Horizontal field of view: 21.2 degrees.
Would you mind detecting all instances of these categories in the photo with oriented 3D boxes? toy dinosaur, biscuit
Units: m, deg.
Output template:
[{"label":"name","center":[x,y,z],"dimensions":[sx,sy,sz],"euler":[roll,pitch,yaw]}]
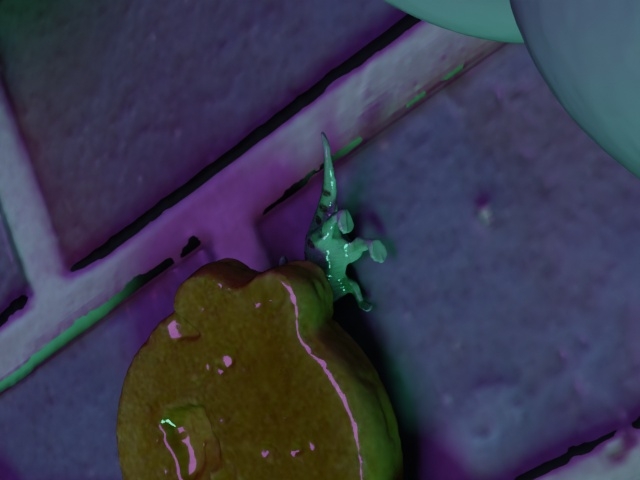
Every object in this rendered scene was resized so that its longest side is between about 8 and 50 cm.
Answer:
[{"label":"toy dinosaur","center":[0.000,0.000,0.716],"dimensions":[0.062,0.021,0.083],"euler":[-18,85,55]},{"label":"biscuit","center":[-0.011,0.129,0.718],"dimensions":[0.184,0.035,0.249],"euler":[-29,80,37]}]

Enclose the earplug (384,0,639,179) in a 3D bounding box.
[{"label":"earplug","center":[0.097,-0.129,0.505],"dimensions":[0.325,0.175,0.214],"euler":[45,120,32]}]
